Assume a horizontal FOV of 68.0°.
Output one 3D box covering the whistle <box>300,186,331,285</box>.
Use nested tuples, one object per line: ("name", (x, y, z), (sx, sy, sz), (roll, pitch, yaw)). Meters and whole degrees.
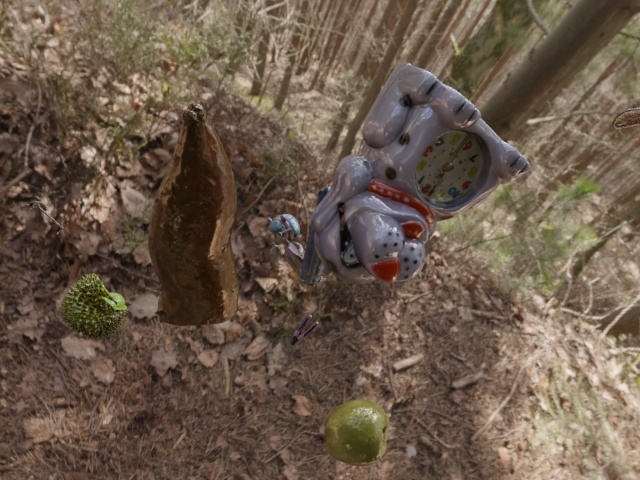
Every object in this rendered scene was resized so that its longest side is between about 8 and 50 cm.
("whistle", (0.000, 0.000, 1.122), (0.062, 0.304, 0.062), (6, 50, -7))

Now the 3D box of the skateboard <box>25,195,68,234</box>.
("skateboard", (-0.548, -0.048, 0.964), (0.083, 0.064, 0.032), (42, 78, 1))

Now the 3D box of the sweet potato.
("sweet potato", (-0.183, -0.031, 0.673), (0.131, 0.336, 0.131), (3, 30, -2))

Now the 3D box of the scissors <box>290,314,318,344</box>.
("scissors", (-0.054, 0.272, 1.415), (0.039, 0.113, 0.012), (45, 17, 7))

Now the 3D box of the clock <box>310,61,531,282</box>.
("clock", (0.085, -0.051, 0.557), (0.189, 0.254, 0.189), (38, 7, -6))

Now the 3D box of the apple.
("apple", (0.107, 0.558, 1.377), (0.200, 0.200, 0.199), (12, 55, -17))

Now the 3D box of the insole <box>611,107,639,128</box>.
("insole", (0.728, -0.274, 1.028), (0.194, 0.065, 0.006), (-10, 51, -3))

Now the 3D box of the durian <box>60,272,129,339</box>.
("durian", (-0.727, 0.221, 1.526), (0.200, 0.237, 0.176), (33, 65, -7))

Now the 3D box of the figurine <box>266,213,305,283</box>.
("figurine", (-0.104, 0.028, 1.648), (0.103, 0.205, 0.259), (-31, 103, -27))
